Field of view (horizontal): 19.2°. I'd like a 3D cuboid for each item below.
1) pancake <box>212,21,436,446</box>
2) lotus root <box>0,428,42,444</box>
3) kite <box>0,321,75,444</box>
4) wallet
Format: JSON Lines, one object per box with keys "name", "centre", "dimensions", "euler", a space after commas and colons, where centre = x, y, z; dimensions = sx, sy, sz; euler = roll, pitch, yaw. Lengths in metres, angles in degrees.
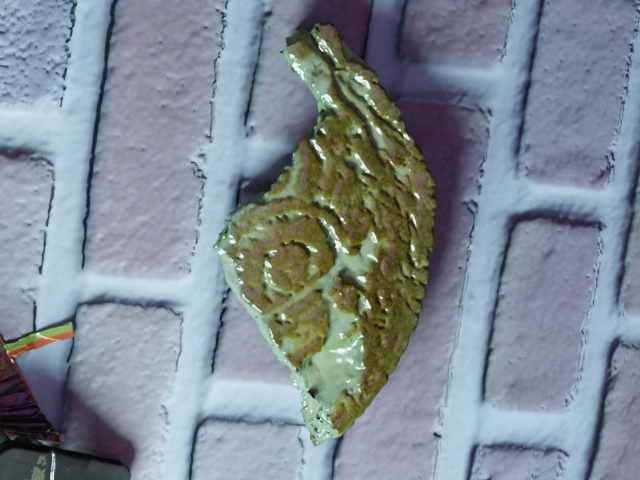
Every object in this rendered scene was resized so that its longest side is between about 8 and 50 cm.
{"name": "pancake", "centre": [-0.001, -0.001, 1.637], "dimensions": [0.197, 0.054, 0.377], "euler": [1, 98, -19]}
{"name": "lotus root", "centre": [-0.304, 0.173, 1.554], "dimensions": [0.165, 0.088, 0.088], "euler": [23, 92, -31]}
{"name": "kite", "centre": [-0.280, 0.106, 1.586], "dimensions": [0.159, 0.010, 0.190], "euler": [-31, 109, -10]}
{"name": "wallet", "centre": [-0.227, 0.212, 1.580], "dimensions": [0.156, 0.018, 0.082], "euler": [21, 97, -50]}
